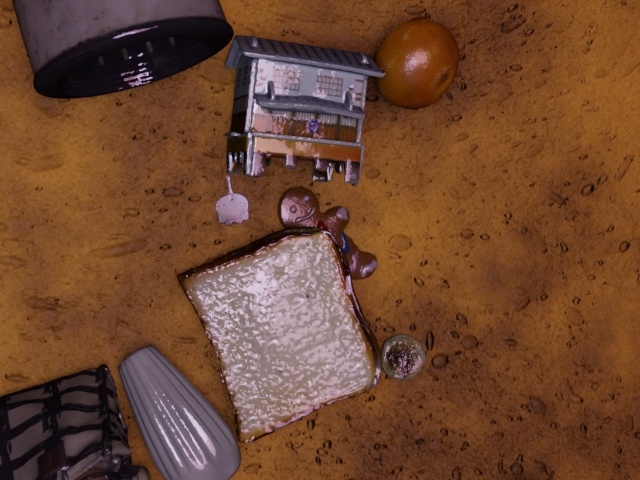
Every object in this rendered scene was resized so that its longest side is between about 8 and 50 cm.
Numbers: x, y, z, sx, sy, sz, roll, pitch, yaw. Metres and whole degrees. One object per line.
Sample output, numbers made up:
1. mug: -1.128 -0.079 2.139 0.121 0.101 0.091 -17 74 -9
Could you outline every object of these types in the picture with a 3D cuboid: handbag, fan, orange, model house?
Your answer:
1. handbag: -0.422 0.322 1.202 0.325 0.327 0.162 -20 101 -13
2. fan: -0.148 -0.067 1.433 0.056 0.004 0.083 -11 95 -15
3. orange: 0.156 -0.297 1.447 0.134 0.154 0.154 31 81 27
4. model house: -0.034 -0.200 1.362 0.224 0.198 0.215 4 96 -16

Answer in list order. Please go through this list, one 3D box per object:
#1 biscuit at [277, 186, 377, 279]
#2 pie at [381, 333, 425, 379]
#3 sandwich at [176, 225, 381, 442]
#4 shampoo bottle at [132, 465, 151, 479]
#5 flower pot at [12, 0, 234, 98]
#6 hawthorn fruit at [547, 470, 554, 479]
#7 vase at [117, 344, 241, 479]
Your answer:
1. biscuit: 0.000 0.000 1.467 0.138 0.031 0.205 -36 99 -12
2. pie: 0.146 0.205 1.521 0.085 0.017 0.085 -1 93 -16
3. sandwich: -0.059 0.139 1.409 0.271 0.099 0.301 -21 97 -10
4. shampoo bottle: -0.341 0.413 1.354 0.162 0.079 0.079 -15 96 -15
5. flower pot: -0.308 -0.403 1.238 0.293 0.293 0.330 -17 91 -15
6. hawthorn fruit: 0.386 0.533 1.520 0.210 0.210 0.262 13 66 -16
7. vase: -0.229 0.280 1.364 0.128 0.128 0.248 -33 91 -13
